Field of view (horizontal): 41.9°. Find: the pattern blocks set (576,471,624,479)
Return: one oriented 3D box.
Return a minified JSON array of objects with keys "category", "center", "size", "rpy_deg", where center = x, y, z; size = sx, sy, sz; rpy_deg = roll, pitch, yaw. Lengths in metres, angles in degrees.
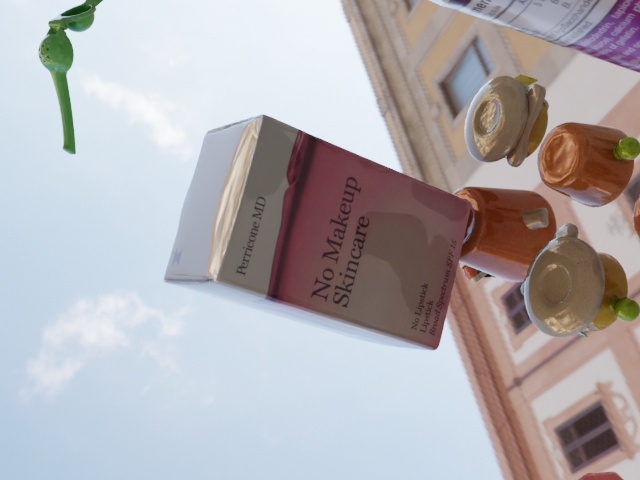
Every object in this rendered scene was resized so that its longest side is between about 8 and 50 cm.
[{"category":"pattern blocks set","center":[0.168,0.204,0.444],"size":[0.285,0.325,0.026],"rpy_deg":[-19,-86,-24]}]

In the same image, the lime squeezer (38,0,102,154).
[{"category":"lime squeezer","center":[-0.340,-0.288,1.205],"size":[0.110,0.059,0.310],"rpy_deg":[27,-107,-38]}]

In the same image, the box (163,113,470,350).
[{"category":"box","center":[0.000,0.000,0.763],"size":[0.232,0.127,0.148],"rpy_deg":[19,-101,-29]}]

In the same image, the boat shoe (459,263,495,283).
[{"category":"boat shoe","center":[0.297,0.047,1.469],"size":[0.137,0.049,0.043],"rpy_deg":[-8,-121,-47]}]

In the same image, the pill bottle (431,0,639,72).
[{"category":"pill bottle","center":[0.140,-0.190,0.441],"size":[0.302,0.169,0.169],"rpy_deg":[18,-131,-6]}]

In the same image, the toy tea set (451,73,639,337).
[{"category":"toy tea set","center":[0.242,-0.018,0.756],"size":[0.124,0.200,0.336],"rpy_deg":[11,-161,-29]}]
